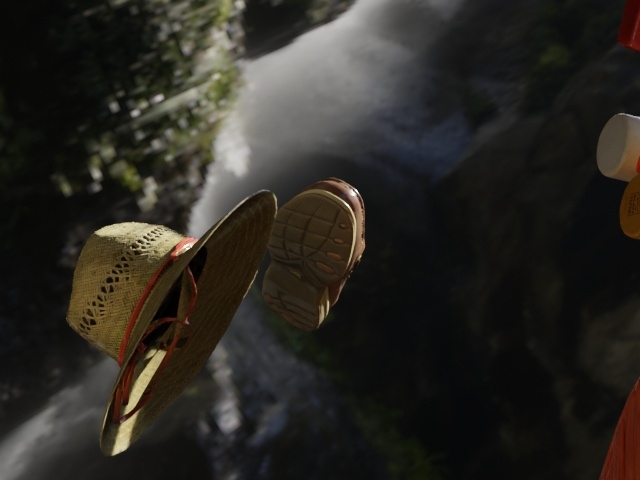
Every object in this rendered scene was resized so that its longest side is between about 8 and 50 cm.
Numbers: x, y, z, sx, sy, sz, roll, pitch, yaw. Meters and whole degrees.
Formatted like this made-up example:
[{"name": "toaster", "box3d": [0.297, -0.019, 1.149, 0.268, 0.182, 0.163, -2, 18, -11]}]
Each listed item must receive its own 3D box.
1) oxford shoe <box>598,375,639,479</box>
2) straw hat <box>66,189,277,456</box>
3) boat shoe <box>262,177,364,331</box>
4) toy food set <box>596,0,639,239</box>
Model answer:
[{"name": "oxford shoe", "box3d": [0.228, 0.161, 1.055, 0.132, 0.130, 0.364, 26, -55, -3]}, {"name": "straw hat", "box3d": [-0.084, 0.023, 0.832, 0.061, 0.144, 0.144, 30, -54, 12]}, {"name": "boat shoe", "box3d": [0.000, 0.000, 1.292, 0.064, 0.060, 0.178, 34, -28, 8]}, {"name": "toy food set", "box3d": [0.246, -0.107, 1.066, 0.111, 0.104, 0.232, -157, -100, -70]}]
